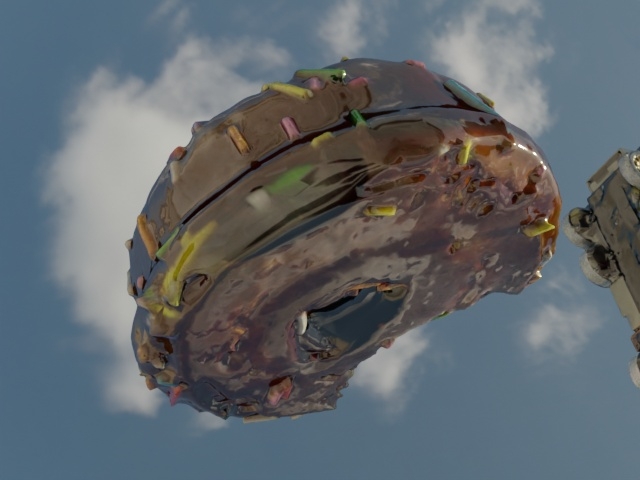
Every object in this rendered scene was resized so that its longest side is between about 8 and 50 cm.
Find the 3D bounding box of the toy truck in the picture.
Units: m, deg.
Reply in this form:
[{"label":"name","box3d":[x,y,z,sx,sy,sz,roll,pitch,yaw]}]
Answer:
[{"label":"toy truck","box3d":[0.244,0.018,0.715,0.083,0.092,0.192,-53,-138,43]}]

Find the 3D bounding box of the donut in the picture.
[{"label":"donut","box3d":[0.001,0.000,0.534,0.230,0.216,0.096,-40,-126,23]}]
